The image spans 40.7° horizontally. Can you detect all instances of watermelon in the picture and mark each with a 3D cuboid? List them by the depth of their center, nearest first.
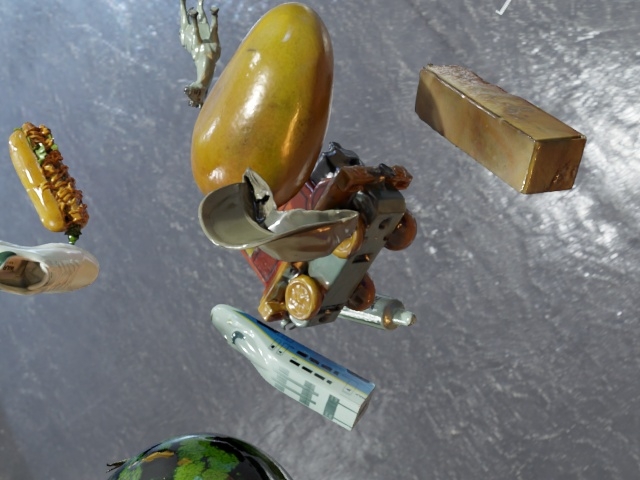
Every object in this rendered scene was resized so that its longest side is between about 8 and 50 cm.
[{"bbox_3d":[-0.127,0.332,0.905,0.269,0.269,0.269,14,112,38],"label":"watermelon"}]

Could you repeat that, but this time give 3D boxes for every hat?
[{"bbox_3d":[-0.065,-0.001,1.048,0.166,0.173,0.144,23,136,26],"label":"hat"}]

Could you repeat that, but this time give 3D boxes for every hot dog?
[{"bbox_3d":[-0.380,-0.085,1.214,0.055,0.072,0.188,-38,77,31],"label":"hot dog"}]

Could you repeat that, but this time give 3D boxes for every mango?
[{"bbox_3d":[-0.075,-0.186,1.239,0.317,0.173,0.211,-69,26,10],"label":"mango"}]

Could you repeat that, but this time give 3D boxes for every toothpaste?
[{"bbox_3d":[0.039,0.116,1.671,0.392,0.099,0.061,11,138,49],"label":"toothpaste"}]

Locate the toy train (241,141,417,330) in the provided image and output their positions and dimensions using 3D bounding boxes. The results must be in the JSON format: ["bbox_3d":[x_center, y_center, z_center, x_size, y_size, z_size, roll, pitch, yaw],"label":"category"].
[{"bbox_3d":[0.000,0.000,1.465,0.231,0.163,0.369,49,125,28],"label":"toy train"}]

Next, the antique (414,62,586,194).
[{"bbox_3d":[0.258,-0.177,1.305,0.310,0.093,0.087,48,138,50],"label":"antique"}]

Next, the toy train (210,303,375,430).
[{"bbox_3d":[-0.047,0.151,1.070,0.234,0.051,0.052,27,128,15],"label":"toy train"}]

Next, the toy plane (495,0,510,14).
[{"bbox_3d":[0.333,-0.428,1.366,0.066,0.171,0.162,26,108,-6],"label":"toy plane"}]

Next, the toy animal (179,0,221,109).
[{"bbox_3d":[-0.223,-0.353,1.569,0.217,0.073,0.176,-112,26,-48],"label":"toy animal"}]

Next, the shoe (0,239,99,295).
[{"bbox_3d":[-0.481,0.059,1.493,0.110,0.265,0.095,27,101,41],"label":"shoe"}]
